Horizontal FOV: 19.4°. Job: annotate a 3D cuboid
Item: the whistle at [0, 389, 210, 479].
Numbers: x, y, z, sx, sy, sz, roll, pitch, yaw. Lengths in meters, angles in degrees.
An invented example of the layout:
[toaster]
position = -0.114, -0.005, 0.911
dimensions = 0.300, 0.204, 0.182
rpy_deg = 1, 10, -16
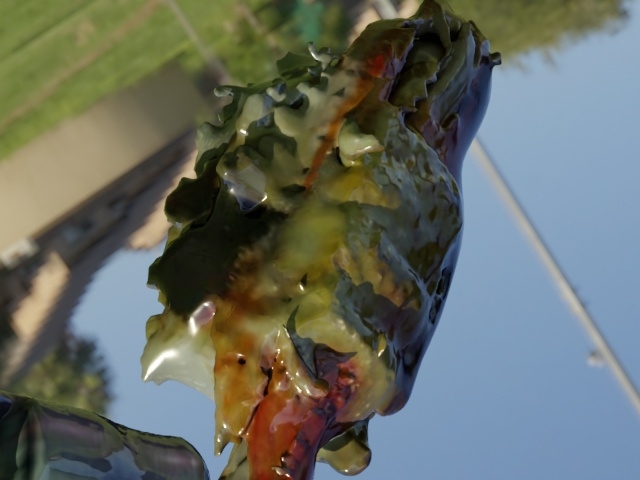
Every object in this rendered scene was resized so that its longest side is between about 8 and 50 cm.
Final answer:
[whistle]
position = -0.103, 0.036, 0.369
dimensions = 0.033, 0.176, 0.033
rpy_deg = -35, -133, 49

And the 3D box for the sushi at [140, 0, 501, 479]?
[sushi]
position = -0.004, -0.001, 0.681
dimensions = 0.103, 0.097, 0.226
rpy_deg = 8, -117, 21
